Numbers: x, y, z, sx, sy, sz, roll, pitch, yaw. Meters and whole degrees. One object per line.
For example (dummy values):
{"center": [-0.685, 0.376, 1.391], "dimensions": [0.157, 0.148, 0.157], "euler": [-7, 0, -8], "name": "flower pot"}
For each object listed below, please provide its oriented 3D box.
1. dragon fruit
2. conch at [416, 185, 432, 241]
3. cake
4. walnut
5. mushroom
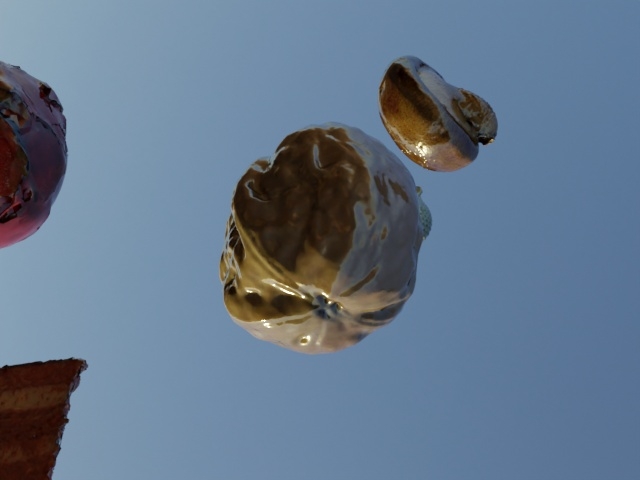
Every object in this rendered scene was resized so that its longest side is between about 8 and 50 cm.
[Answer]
{"center": [-0.497, -0.126, 1.459], "dimensions": [0.295, 0.296, 0.301], "euler": [-52, -149, 11], "name": "dragon fruit"}
{"center": [0.114, -0.022, 1.343], "dimensions": [0.085, 0.056, 0.076], "euler": [-45, 177, -22], "name": "conch"}
{"center": [-0.272, 0.217, 0.956], "dimensions": [0.262, 0.160, 0.158], "euler": [-14, -127, 33], "name": "cake"}
{"center": [0.001, -0.002, 1.231], "dimensions": [0.273, 0.227, 0.273], "euler": [-174, -90, -81], "name": "walnut"}
{"center": [0.103, -0.121, 0.978], "dimensions": [0.087, 0.127, 0.127], "euler": [-38, -143, 16], "name": "mushroom"}
